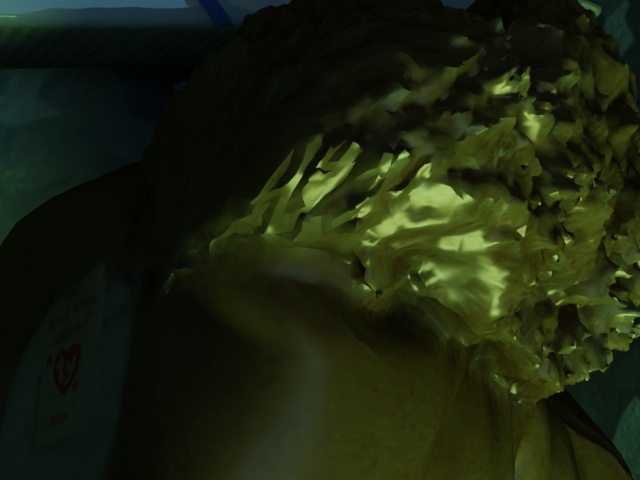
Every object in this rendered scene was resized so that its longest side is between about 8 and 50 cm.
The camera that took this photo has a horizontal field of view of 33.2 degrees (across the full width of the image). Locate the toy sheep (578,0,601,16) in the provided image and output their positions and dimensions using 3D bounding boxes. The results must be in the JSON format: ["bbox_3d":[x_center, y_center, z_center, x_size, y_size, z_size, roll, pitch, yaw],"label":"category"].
[{"bbox_3d":[0.155,-0.194,0.818,0.132,0.091,0.091,16,88,-20],"label":"toy sheep"}]

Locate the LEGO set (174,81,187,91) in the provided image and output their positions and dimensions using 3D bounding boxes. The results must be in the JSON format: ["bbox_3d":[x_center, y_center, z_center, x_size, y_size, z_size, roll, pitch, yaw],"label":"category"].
[{"bbox_3d":[0.000,0.000,0.730,0.182,0.060,0.244,4,67,-26],"label":"LEGO set"}]

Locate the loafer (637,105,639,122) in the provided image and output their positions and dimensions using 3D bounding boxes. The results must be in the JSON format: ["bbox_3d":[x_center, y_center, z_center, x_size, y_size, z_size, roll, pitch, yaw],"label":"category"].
[{"bbox_3d":[0.174,-0.095,0.834,0.267,0.084,0.096,19,87,-23],"label":"loafer"}]

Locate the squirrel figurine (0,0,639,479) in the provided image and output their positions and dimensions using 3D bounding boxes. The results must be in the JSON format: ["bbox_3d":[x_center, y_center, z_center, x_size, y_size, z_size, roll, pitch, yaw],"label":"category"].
[{"bbox_3d":[0.055,0.072,0.535,0.370,0.281,0.397,18,109,-36],"label":"squirrel figurine"}]

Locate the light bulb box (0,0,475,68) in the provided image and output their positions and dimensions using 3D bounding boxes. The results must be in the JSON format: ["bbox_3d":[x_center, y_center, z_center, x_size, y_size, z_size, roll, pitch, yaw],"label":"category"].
[{"bbox_3d":[-0.088,-0.285,0.630,0.360,0.225,0.358,-5,96,-22],"label":"light bulb box"}]
